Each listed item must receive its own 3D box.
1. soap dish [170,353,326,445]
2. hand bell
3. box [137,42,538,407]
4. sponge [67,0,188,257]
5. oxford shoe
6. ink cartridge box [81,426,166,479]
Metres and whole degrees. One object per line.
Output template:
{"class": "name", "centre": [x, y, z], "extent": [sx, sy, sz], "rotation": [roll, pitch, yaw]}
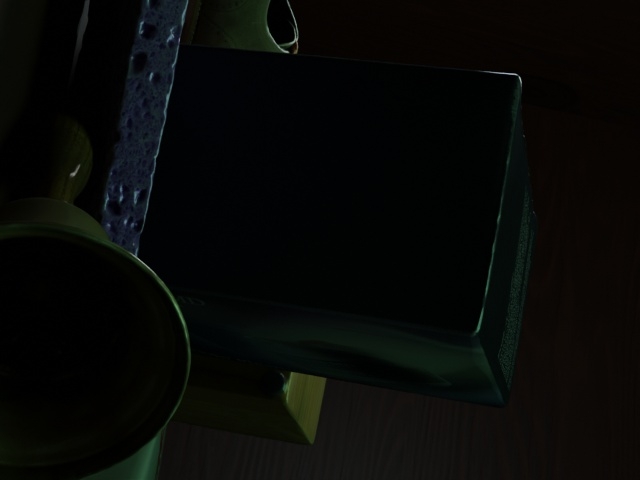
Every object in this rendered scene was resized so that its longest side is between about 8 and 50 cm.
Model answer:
{"class": "soap dish", "centre": [-0.093, 0.033, 1.048], "extent": [0.118, 0.228, 0.291], "rotation": [72, 29, -73]}
{"class": "hand bell", "centre": [-0.132, -0.012, 0.522], "extent": [0.242, 0.126, 0.126], "rotation": [-107, -153, -58]}
{"class": "box", "centre": [0.000, 0.000, 0.816], "extent": [0.294, 0.296, 0.183], "rotation": [53, 47, -68]}
{"class": "sponge", "centre": [-0.121, -0.082, 0.636], "extent": [0.117, 0.031, 0.210], "rotation": [16, -86, 62]}
{"class": "oxford shoe", "centre": [-0.093, -0.184, 1.119], "extent": [0.348, 0.130, 0.123], "rotation": [105, -4, -50]}
{"class": "ink cartridge box", "centre": [-0.154, 0.197, 0.493], "extent": [0.273, 0.114, 0.197], "rotation": [-84, -174, -58]}
